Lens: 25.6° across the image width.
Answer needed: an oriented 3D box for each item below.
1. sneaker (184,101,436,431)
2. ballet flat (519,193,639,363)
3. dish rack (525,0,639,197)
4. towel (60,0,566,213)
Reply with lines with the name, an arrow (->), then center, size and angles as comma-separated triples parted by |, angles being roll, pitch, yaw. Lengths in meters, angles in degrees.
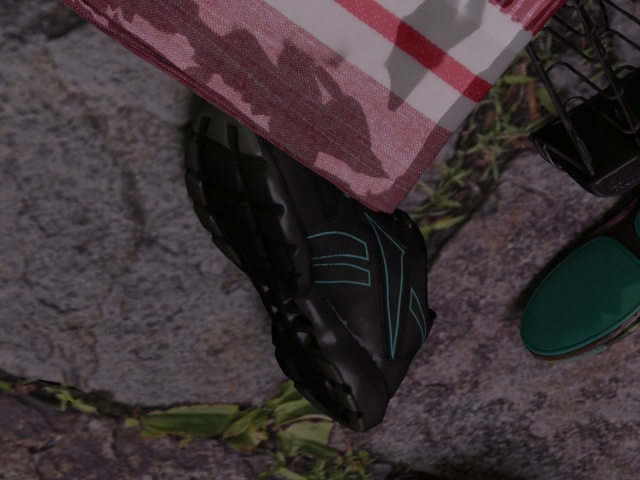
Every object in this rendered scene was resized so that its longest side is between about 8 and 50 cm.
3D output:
sneaker -> 0.000, 0.000, 0.878 | 0.106, 0.101, 0.267 | -42, 135, -21
ballet flat -> 0.234, 0.006, 0.992 | 0.079, 0.077, 0.221 | 6, 128, -53
dish rack -> 0.195, -0.158, 0.827 | 0.208, 0.074, 0.271 | -33, 133, 4
towel -> 0.043, -0.192, 0.696 | 0.237, 0.037, 0.329 | 32, 109, -21
